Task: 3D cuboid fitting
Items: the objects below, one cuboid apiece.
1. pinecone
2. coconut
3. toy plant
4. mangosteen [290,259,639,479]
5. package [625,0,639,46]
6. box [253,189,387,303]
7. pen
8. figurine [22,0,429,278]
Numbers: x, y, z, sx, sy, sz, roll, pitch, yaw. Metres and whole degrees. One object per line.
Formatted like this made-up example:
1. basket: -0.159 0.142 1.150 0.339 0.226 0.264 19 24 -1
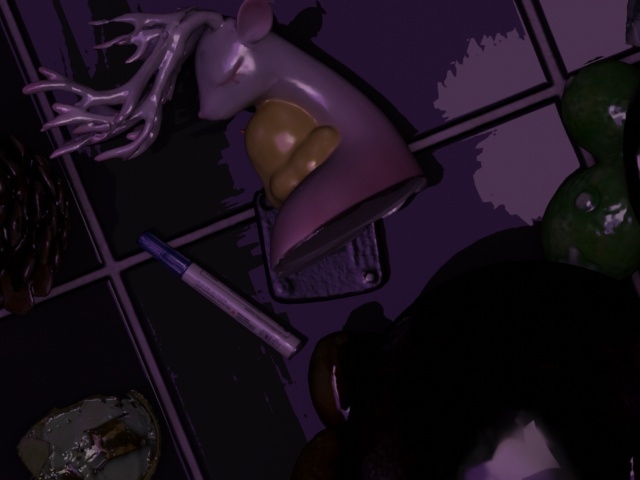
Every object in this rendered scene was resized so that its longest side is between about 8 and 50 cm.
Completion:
1. pinecone: -0.346 -0.023 1.511 0.184 0.204 0.179 28 97 22
2. coconut: -0.235 0.223 1.593 0.158 0.055 0.133 -5 97 12
3. toy plant: 0.312 -0.064 1.415 0.235 0.175 0.218 -1 89 38
4. mangosteen: 0.160 0.213 1.394 0.435 0.382 0.382 -11 96 48
5. package: 0.335 -0.251 1.382 0.027 0.173 0.171 1 105 -25
6. box: 0.000 0.000 1.539 0.126 0.027 0.125 -9 95 12
7. pen: -0.105 0.055 1.567 0.204 0.025 0.025 36 101 5
8. figurine: -0.099 -0.108 1.450 0.284 0.206 0.315 -35 77 0
